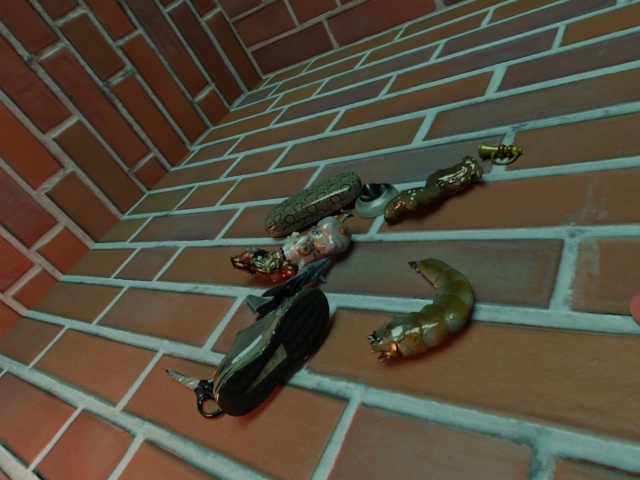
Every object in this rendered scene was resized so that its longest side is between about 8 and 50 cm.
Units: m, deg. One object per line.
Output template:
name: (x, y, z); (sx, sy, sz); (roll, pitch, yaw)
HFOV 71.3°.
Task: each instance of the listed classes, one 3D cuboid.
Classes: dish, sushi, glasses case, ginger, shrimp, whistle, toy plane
dish: (0.156, -0.141, 1.334); (0.141, 0.078, 0.141); (-23, 33, 16)
sushi: (-0.154, 0.070, 1.310); (0.226, 0.097, 0.103); (10, 56, 29)
glasses case: (-0.029, -0.118, 1.456); (0.354, 0.085, 0.137); (-25, 29, 16)
ginger: (0.293, -0.138, 1.203); (0.290, 0.084, 0.122); (-29, 39, 7)
shrimp: (0.225, 0.125, 0.928); (0.185, 0.068, 0.287); (-5, 40, 34)
whistle: (0.485, -0.239, 1.212); (0.109, 0.046, 0.057); (16, 41, 43)
toy plane: (-0.064, 0.129, 1.164); (0.267, 0.212, 0.088); (-28, 72, -25)

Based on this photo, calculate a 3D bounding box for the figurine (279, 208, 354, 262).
figurine: (0.000, 0.000, 1.238); (0.228, 0.112, 0.137); (-22, 20, -7)

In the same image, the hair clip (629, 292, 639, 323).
hair clip: (0.524, 0.090, 0.651); (0.102, 0.138, 0.123); (-29, 39, 17)

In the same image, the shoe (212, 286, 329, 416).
shoe: (-0.124, 0.239, 1.046); (0.336, 0.132, 0.171); (-46, 24, -18)

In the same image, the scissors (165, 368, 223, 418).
scissors: (-0.315, 0.363, 1.126); (0.300, 0.022, 0.109); (5, 46, 43)
